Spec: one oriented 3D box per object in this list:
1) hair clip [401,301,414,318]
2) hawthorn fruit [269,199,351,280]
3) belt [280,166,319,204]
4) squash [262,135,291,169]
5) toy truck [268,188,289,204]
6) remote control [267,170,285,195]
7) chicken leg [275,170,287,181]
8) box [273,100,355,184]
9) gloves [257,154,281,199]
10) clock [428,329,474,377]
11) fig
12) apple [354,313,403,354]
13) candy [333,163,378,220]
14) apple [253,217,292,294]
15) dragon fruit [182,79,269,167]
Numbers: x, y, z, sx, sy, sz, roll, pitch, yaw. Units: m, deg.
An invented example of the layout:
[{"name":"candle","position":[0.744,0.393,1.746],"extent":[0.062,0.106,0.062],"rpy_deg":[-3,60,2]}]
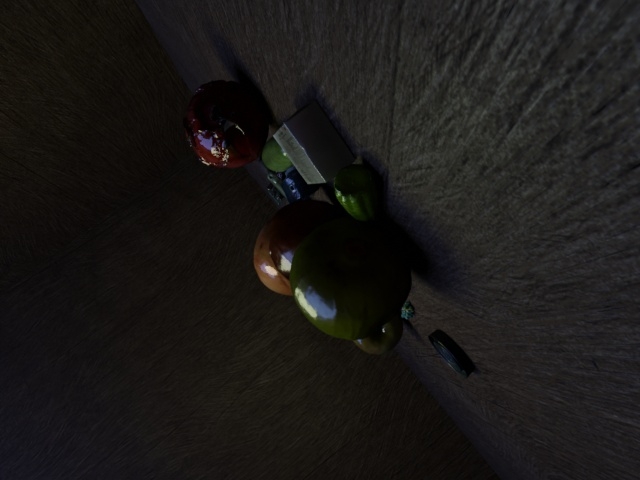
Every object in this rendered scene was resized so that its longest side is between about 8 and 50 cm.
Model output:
[{"name":"hair clip","position":[0.339,0.275,1.592],"extent":[0.049,0.049,0.173],"rpy_deg":[49,172,24]},{"name":"hawthorn fruit","position":[-0.014,0.007,1.390],"extent":[0.324,0.308,0.308],"rpy_deg":[7,154,21]},{"name":"belt","position":[-0.082,-0.205,1.470],"extent":[0.128,0.122,0.218],"rpy_deg":[63,171,-4]},{"name":"squash","position":[-0.119,-0.288,1.308],"extent":[0.118,0.118,0.370],"rpy_deg":[53,172,-11]},{"name":"toy truck","position":[-0.158,-0.210,2.038],"extent":[0.178,0.115,0.080],"rpy_deg":[49,174,4]},{"name":"remote control","position":[-0.135,-0.199,1.840],"extent":[0.090,0.038,0.309],"rpy_deg":[38,174,43]},{"name":"chicken leg","position":[-0.163,-0.309,1.809],"extent":[0.205,0.053,0.093],"rpy_deg":[42,151,17]},{"name":"box","position":[-0.024,-0.231,1.010],"extent":[0.168,0.095,0.212],"rpy_deg":[51,174,-14]},{"name":"gloves","position":[-0.231,-0.325,1.908],"extent":[0.286,0.119,0.142],"rpy_deg":[65,-169,5]},{"name":"clock","position":[0.448,0.386,1.411],"extent":[0.184,0.040,0.184],"rpy_deg":[50,173,8]},{"name":"fig","position":[0.077,0.115,1.115],"extent":[0.343,0.343,0.343],"rpy_deg":[51,174,7]},{"name":"apple","position":[0.252,0.394,1.920],"extent":[0.257,0.257,0.234],"rpy_deg":[52,176,-8]},{"name":"candy","position":[0.094,-0.098,0.965],"extent":[0.097,0.096,0.209],"rpy_deg":[49,179,25]},{"name":"apple","position":[-0.114,0.073,1.921],"extent":[0.346,0.392,0.391],"rpy_deg":[13,166,8]},{"name":"dragon fruit","position":[-0.323,-0.394,1.408],"extent":[0.296,0.295,0.301],"rpy_deg":[51,-173,4]}]
